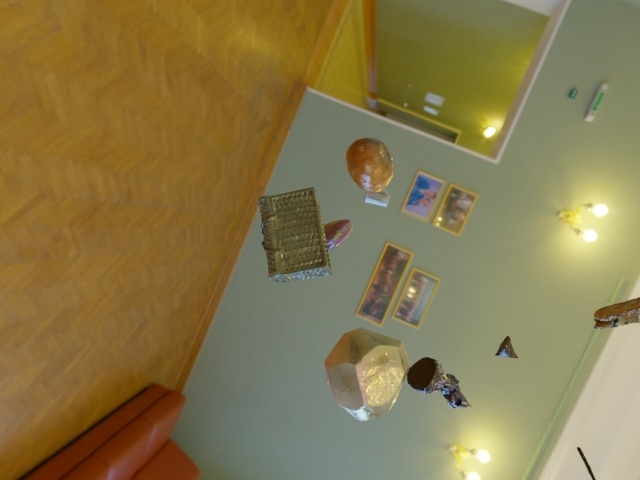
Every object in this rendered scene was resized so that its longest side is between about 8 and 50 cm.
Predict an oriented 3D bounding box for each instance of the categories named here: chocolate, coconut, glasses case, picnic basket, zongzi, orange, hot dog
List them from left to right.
[{"bbox_3d":[-0.067,-0.007,1.078,0.134,0.154,0.197,61,18,-76],"label":"picnic basket"},{"bbox_3d":[0.000,0.000,1.551,0.123,0.076,0.316,-47,-166,-30],"label":"glasses case"},{"bbox_3d":[0.124,0.344,1.196,0.237,0.236,0.197,-65,-169,-10],"label":"coconut"},{"bbox_3d":[0.207,-0.315,1.826,0.171,0.240,0.240,-26,-168,24],"label":"orange"},{"bbox_3d":[0.447,0.523,1.616,0.148,0.343,0.126,26,-98,52],"label":"chocolate"},{"bbox_3d":[0.642,0.388,1.564,0.073,0.083,0.067,-19,-159,37],"label":"zongzi"},{"bbox_3d":[1.120,0.261,1.606,0.109,0.269,0.072,48,27,-41],"label":"hot dog"}]

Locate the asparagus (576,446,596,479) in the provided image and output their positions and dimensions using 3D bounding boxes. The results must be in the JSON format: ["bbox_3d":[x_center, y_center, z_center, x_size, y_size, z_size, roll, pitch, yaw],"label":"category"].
[{"bbox_3d":[0.676,0.595,1.098,0.016,0.013,0.166,108,-20,-46],"label":"asparagus"}]

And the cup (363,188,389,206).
[{"bbox_3d":[0.275,-0.219,2.148,0.074,0.115,0.104,-62,168,-72],"label":"cup"}]
